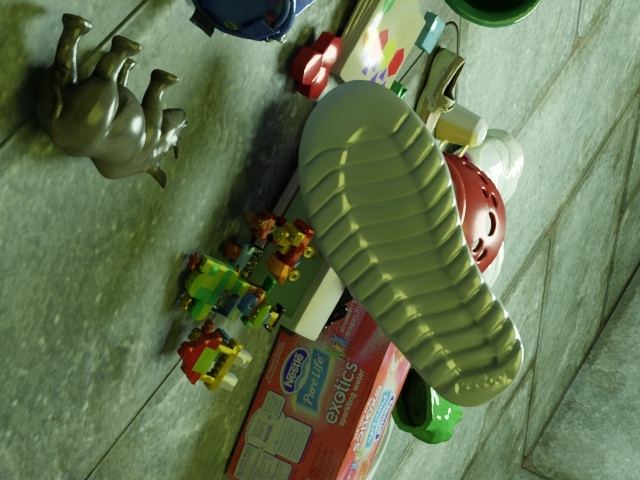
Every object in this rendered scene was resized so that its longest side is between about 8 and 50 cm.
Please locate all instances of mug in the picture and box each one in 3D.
[{"bbox_3d":[0.213,-0.163,2.128,0.062,0.064,0.078,-23,133,-62],"label":"mug"}]

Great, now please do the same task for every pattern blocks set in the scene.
[{"bbox_3d":[0.069,-0.246,1.737,0.285,0.026,0.325,-58,159,-8],"label":"pattern blocks set"}]

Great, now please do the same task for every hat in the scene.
[{"bbox_3d":[0.208,-0.382,1.945,0.209,0.183,0.173,9,97,-25],"label":"hat"}]

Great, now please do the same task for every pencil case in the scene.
[{"bbox_3d":[-0.006,-0.301,1.379,0.306,0.119,0.133,-46,122,-41],"label":"pencil case"}]

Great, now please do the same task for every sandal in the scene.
[{"bbox_3d":[0.090,0.012,1.621,0.169,0.102,0.416,-27,107,-4],"label":"sandal"}]

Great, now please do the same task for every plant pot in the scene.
[{"bbox_3d":[0.138,-0.033,1.911,0.174,0.191,0.191,18,95,-66],"label":"plant pot"}]

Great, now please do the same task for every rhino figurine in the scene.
[{"bbox_3d":[-0.175,-0.108,1.247,0.106,0.073,0.243,-69,161,-6],"label":"rhino figurine"}]

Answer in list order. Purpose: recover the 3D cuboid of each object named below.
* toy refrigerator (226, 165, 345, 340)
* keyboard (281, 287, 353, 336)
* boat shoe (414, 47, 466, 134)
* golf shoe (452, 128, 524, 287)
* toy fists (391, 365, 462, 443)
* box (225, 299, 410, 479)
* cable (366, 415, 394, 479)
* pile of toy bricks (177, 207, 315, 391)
[{"bbox_3d":[0.005,-0.025,1.690,0.269,0.102,0.094,-60,159,-2],"label":"toy refrigerator"},{"bbox_3d":[0.013,0.064,1.765,0.180,0.023,0.108,-34,-145,42],"label":"keyboard"},{"bbox_3d":[0.169,-0.203,2.007,0.050,0.045,0.135,-24,133,-60],"label":"boat shoe"},{"bbox_3d":[0.232,-0.029,2.278,0.140,0.115,0.306,-17,122,-50],"label":"golf shoe"},{"bbox_3d":[0.150,0.172,2.150,0.142,0.096,0.279,13,63,-56],"label":"toy fists"},{"bbox_3d":[0.011,0.208,1.908,0.299,0.154,0.142,-70,160,4],"label":"box"},{"bbox_3d":[0.030,0.312,2.148,0.257,0.089,0.257,-49,153,-41],"label":"cable"},{"bbox_3d":[-0.106,0.050,1.566,0.105,0.118,0.212,25,100,-35],"label":"pile of toy bricks"}]
